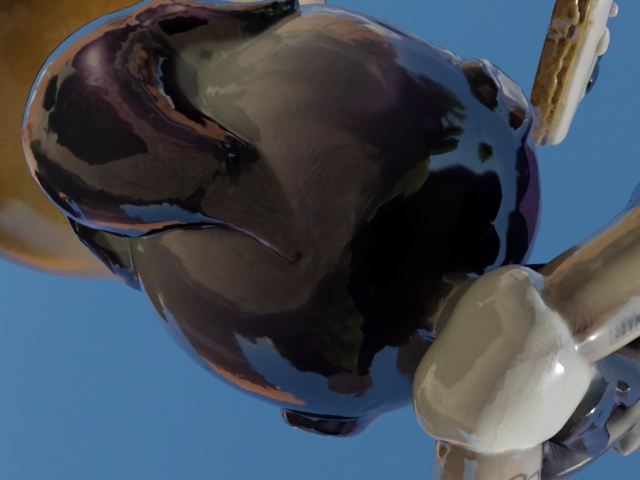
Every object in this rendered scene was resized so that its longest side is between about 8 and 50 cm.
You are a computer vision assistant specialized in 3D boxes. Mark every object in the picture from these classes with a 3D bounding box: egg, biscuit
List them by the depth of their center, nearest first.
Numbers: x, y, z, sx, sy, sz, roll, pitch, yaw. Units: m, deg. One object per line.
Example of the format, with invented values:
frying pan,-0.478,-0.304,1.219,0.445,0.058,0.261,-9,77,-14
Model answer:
egg,-0.145,-0.123,1.098,0.301,0.374,0.301,11,-75,45
biscuit,0.196,-0.166,1.108,0.049,0.208,0.181,15,-139,9

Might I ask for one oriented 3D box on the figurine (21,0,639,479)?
figurine,0.000,0.000,0.479,0.222,0.145,0.145,35,-87,30
